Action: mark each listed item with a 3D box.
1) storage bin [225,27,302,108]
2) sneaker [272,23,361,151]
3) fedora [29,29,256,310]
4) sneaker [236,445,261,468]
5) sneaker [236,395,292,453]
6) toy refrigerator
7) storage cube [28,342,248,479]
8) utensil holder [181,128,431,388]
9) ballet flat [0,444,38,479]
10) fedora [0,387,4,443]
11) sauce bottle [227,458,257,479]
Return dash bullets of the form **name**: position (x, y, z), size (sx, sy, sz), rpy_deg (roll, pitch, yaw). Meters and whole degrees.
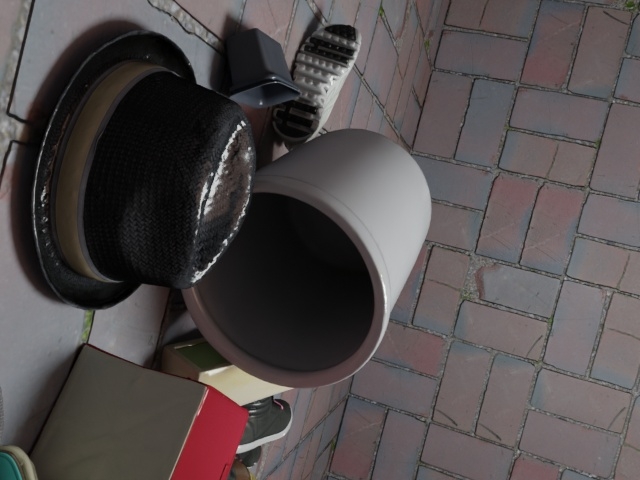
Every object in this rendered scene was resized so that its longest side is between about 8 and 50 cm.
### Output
- **storage bin**: position (-0.099, -0.265, 0.931), size (0.135, 0.098, 0.091), rpy_deg (-13, 89, -73)
- **sneaker**: position (-0.007, -0.306, 1.201), size (0.292, 0.110, 0.118), rpy_deg (-62, 170, -15)
- **fedora**: position (-0.176, -0.065, 0.699), size (0.334, 0.152, 0.334), rpy_deg (15, 90, -75)
- **sneaker**: position (-0.168, 0.477, 1.455), size (0.077, 0.072, 0.178), rpy_deg (-57, -178, 42)
- **sneaker**: position (-0.126, 0.368, 1.357), size (0.295, 0.104, 0.147), rpy_deg (4, 105, -66)
- **toy refrigerator**: position (-0.130, 0.209, 1.023), size (0.269, 0.102, 0.094), rpy_deg (-4, 110, -46)
- **storage cube**: position (-0.227, 0.269, 0.772), size (0.193, 0.183, 0.215), rpy_deg (72, 36, -63)
- **utensil holder**: position (0.000, 0.000, 1.007), size (0.385, 0.327, 0.328), rpy_deg (-49, 150, -59)
- **ballet flat**: position (-0.297, 0.330, 0.597), size (0.086, 0.086, 0.249), rpy_deg (64, 5, -68)
- **fedora**: position (-0.339, 0.167, 0.380), size (0.275, 0.124, 0.244), rpy_deg (-65, 166, -61)
- **sauce bottle**: position (-0.197, 0.532, 1.286), size (0.344, 0.111, 0.111), rpy_deg (79, 30, -57)
